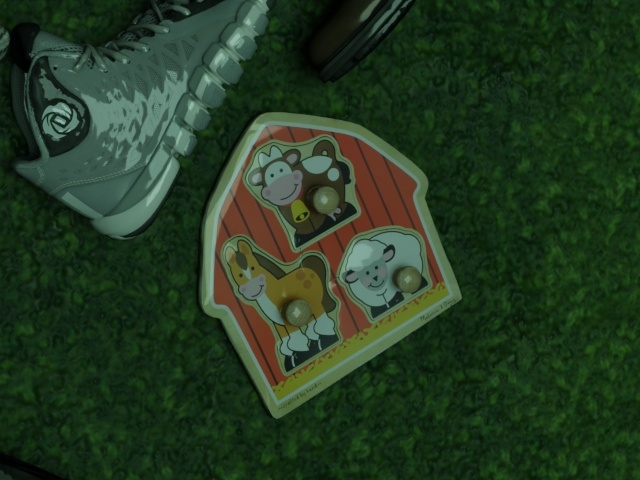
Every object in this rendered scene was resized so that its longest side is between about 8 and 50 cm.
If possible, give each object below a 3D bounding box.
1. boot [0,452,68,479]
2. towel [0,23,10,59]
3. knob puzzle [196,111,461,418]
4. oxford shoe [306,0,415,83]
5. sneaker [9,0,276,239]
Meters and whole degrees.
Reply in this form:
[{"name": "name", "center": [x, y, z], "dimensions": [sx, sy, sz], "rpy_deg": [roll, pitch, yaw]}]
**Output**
[{"name": "boot", "center": [-0.213, 0.228, 1.058], "dimensions": [0.236, 0.085, 0.178], "rpy_deg": [26, 86, -19]}, {"name": "towel", "center": [-0.351, -0.178, 0.920], "dimensions": [0.312, 0.056, 0.324], "rpy_deg": [-37, 109, -34]}, {"name": "knob puzzle", "center": [0.000, 0.000, 1.167], "dimensions": [0.213, 0.030, 0.213], "rpy_deg": [-3, 97, -25]}, {"name": "oxford shoe", "center": [0.041, -0.213, 1.149], "dimensions": [0.096, 0.083, 0.227], "rpy_deg": [29, 82, -6]}, {"name": "sneaker", "center": [-0.122, -0.125, 1.066], "dimensions": [0.132, 0.086, 0.229], "rpy_deg": [29, 83, -23]}]
